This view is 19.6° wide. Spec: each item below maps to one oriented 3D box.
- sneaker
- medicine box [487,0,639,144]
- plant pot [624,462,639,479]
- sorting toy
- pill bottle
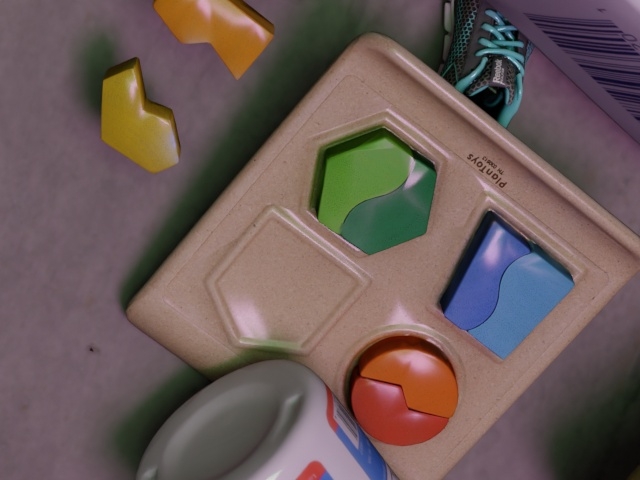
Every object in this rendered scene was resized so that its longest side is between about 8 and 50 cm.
[{"bbox_3d":[0.098,-0.101,1.059,0.065,0.076,0.166,17,93,-16],"label":"sneaker"},{"bbox_3d":[0.243,-0.205,1.007,0.263,0.149,0.289,38,81,-28],"label":"medicine box"},{"bbox_3d":[0.331,0.125,1.068,0.276,0.276,0.254,38,77,-15],"label":"plant pot"},{"bbox_3d":[0.000,0.000,1.024,0.307,0.041,0.229,37,110,-15],"label":"sorting toy"},{"bbox_3d":[0.004,0.183,1.039,0.124,0.124,0.221,-39,116,-6],"label":"pill bottle"}]
